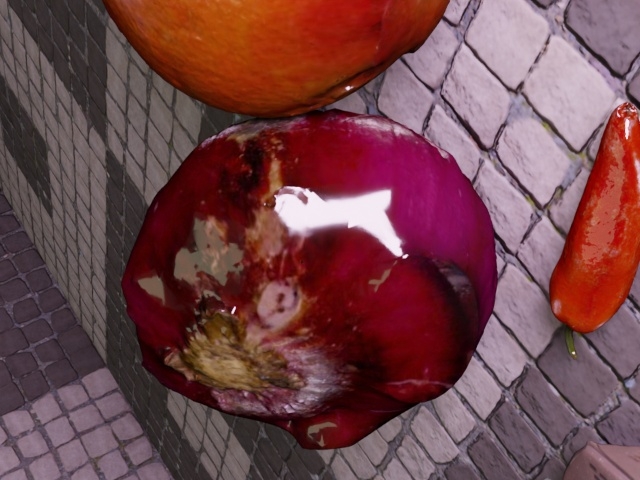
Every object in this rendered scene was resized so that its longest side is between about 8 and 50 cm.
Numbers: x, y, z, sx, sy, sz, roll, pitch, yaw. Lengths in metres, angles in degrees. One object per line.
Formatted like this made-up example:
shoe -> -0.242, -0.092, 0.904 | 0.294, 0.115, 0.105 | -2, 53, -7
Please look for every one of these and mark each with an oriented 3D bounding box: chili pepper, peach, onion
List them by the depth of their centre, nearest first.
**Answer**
chili pepper -> 0.247, 0.008, 0.780 | 0.071, 0.063, 0.272 | 29, 134, 30
peach -> -0.041, -0.289, 0.797 | 0.372, 0.373, 0.290 | 56, -177, 18
onion -> 0.000, 0.000, 0.989 | 0.420, 0.399, 0.398 | -80, -8, -52

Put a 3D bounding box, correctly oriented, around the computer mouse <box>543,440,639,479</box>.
computer mouse -> 0.329, 0.289, 0.802 | 0.389, 0.115, 0.199 | 13, 120, 55
